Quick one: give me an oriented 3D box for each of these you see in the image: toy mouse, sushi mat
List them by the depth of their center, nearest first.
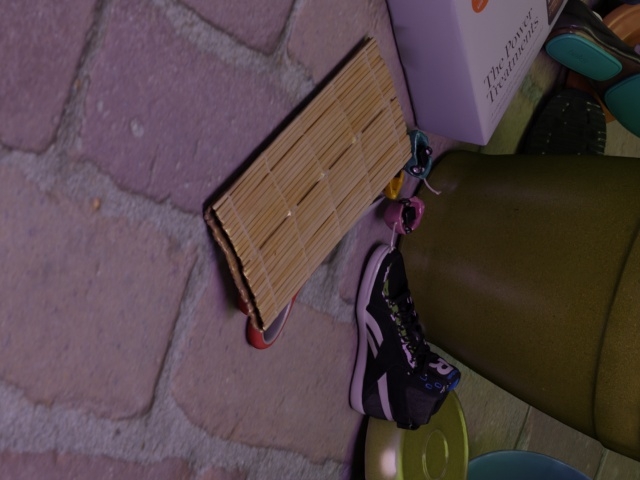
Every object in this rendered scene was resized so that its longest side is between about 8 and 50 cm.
[{"bbox_3d":[-0.002,-0.061,1.549,0.316,0.019,0.151,-50,131,-41],"label":"sushi mat"},{"bbox_3d":[0.094,-0.064,1.752,0.143,0.031,0.161,8,88,-63],"label":"toy mouse"}]

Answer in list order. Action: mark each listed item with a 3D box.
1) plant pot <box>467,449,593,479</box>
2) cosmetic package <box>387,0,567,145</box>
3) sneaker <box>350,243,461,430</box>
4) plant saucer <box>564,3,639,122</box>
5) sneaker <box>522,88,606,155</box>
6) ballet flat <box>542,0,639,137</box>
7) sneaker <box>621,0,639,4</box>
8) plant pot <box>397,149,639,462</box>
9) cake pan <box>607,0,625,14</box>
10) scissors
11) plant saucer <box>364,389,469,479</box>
[{"bbox_3d":[0.260,0.475,2.166,0.293,0.293,0.235,-43,163,-47],"label":"plant pot"},{"bbox_3d":[0.203,-0.339,1.744,0.377,0.097,0.284,-59,149,-27],"label":"cosmetic package"},{"bbox_3d":[0.107,0.114,1.796,0.079,0.121,0.216,-36,137,-53],"label":"sneaker"},{"bbox_3d":[0.427,-0.245,2.250,0.200,0.037,0.200,-31,142,-28],"label":"plant saucer"},{"bbox_3d":[0.302,-0.052,2.150,0.131,0.112,0.319,131,-21,-71],"label":"sneaker"},{"bbox_3d":[0.399,-0.240,2.118,0.280,0.095,0.096,36,46,-37],"label":"ballet flat"},{"bbox_3d":[0.394,-0.395,2.087,0.163,0.086,0.226,-57,143,-52],"label":"sneaker"},{"bbox_3d":[0.288,0.049,1.854,0.366,0.353,0.366,-42,140,-48],"label":"plant pot"},{"bbox_3d":[0.497,-0.423,2.336,0.293,0.054,0.293,-43,142,-47],"label":"cake pan"},{"bbox_3d":[0.000,0.000,1.625,0.297,0.021,0.109,-48,145,-41],"label":"scissors"},{"bbox_3d":[0.129,0.267,1.954,0.241,0.037,0.241,5,84,-58],"label":"plant saucer"}]
